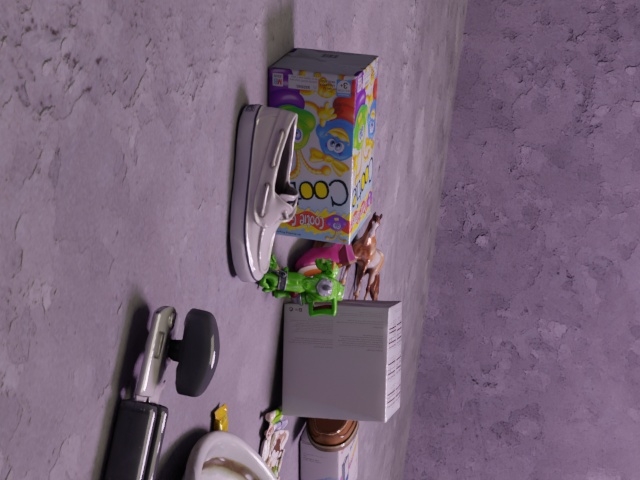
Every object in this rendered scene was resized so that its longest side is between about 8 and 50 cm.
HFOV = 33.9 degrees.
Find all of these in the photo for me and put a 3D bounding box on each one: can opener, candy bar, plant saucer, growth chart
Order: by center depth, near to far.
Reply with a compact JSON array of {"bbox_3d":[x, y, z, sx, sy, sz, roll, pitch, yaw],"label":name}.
[{"bbox_3d":[-0.187,0.216,1.229,0.076,0.095,0.283,42,58,-73],"label":"can opener"},{"bbox_3d":[-0.113,0.471,1.475,0.400,0.100,0.400,59,13,-23],"label":"plant saucer"},{"bbox_3d":[-0.155,0.328,1.589,0.040,0.018,0.162,-28,126,-69],"label":"candy bar"},{"bbox_3d":[-0.087,0.407,1.914,0.172,0.021,0.237,-23,121,-75],"label":"growth chart"}]

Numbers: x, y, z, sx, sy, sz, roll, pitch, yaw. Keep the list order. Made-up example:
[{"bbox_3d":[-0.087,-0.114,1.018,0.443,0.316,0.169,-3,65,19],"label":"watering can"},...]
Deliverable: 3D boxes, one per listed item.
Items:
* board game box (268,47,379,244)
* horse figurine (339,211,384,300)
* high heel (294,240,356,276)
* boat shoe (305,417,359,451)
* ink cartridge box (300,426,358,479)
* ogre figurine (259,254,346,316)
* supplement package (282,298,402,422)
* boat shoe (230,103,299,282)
[{"bbox_3d":[0.003,-0.152,1.683,0.142,0.144,0.275,-54,148,-61],"label":"board game box"},{"bbox_3d":[0.104,0.061,2.393,0.263,0.066,0.174,64,42,-63],"label":"horse figurine"},{"bbox_3d":[0.000,0.000,1.960,0.244,0.082,0.117,-13,83,-62],"label":"high heel"},{"bbox_3d":[0.029,0.310,2.174,0.307,0.110,0.104,-77,165,-62],"label":"boat shoe"},{"bbox_3d":[0.019,0.467,2.228,0.154,0.093,0.212,-59,152,-57],"label":"ink cartridge box"},{"bbox_3d":[-0.024,0.076,1.763,0.197,0.118,0.097,71,30,-63],"label":"ogre figurine"},{"bbox_3d":[0.042,0.212,1.911,0.149,0.194,0.203,-6,97,-76],"label":"supplement package"},{"bbox_3d":[-0.074,-0.064,1.536,0.096,0.088,0.268,-35,131,-72],"label":"boat shoe"}]
